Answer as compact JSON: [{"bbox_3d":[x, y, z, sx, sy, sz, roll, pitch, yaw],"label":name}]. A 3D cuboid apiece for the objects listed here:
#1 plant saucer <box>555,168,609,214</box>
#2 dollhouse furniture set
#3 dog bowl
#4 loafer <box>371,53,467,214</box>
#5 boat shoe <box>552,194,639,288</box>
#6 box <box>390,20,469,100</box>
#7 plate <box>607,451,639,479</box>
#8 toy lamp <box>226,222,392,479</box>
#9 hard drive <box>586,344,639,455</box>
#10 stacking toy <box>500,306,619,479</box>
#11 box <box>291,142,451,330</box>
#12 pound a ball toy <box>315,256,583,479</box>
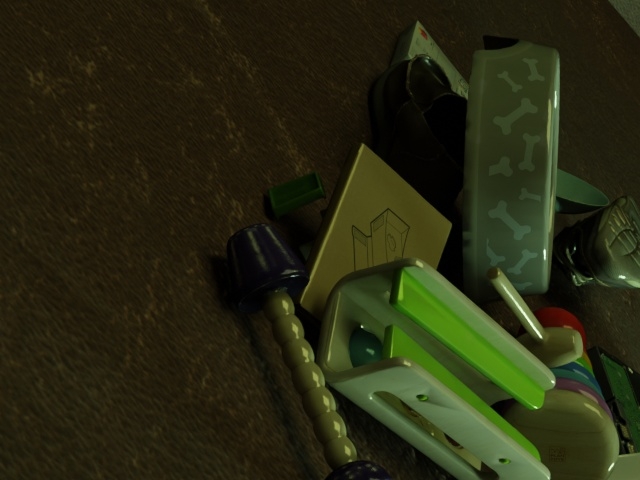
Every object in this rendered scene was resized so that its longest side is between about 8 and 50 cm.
[{"bbox_3d":[0.340,-0.079,2.240,0.195,0.037,0.195,19,17,-6],"label":"plant saucer"},{"bbox_3d":[0.000,0.000,1.606,0.076,0.058,0.152,-105,170,-50],"label":"dollhouse furniture set"},{"bbox_3d":[0.242,-0.088,1.847,0.349,0.102,0.349,3,90,-80],"label":"dog bowl"},{"bbox_3d":[0.152,-0.138,1.922,0.134,0.130,0.366,45,27,-25],"label":"loafer"},{"bbox_3d":[0.427,0.023,2.239,0.132,0.130,0.355,64,19,3],"label":"boat shoe"},{"bbox_3d":[0.180,-0.222,2.189,0.186,0.038,0.145,50,25,-17],"label":"box"},{"bbox_3d":[0.415,0.374,1.756,0.278,0.045,0.277,-1,45,-32],"label":"plate"},{"bbox_3d":[-0.017,0.112,1.374,0.080,0.080,0.275,8,55,-59],"label":"toy lamp"},{"bbox_3d":[0.476,0.308,2.060,0.339,0.064,0.237,32,34,-44],"label":"hard drive"},{"bbox_3d":[0.289,0.176,1.804,0.141,0.141,0.330,51,21,-12],"label":"stacking toy"},{"bbox_3d":[0.058,0.024,1.569,0.164,0.021,0.201,39,59,-33],"label":"box"},{"bbox_3d":[0.137,0.126,1.545,0.319,0.135,0.208,39,47,-38],"label":"pound a ball toy"}]
